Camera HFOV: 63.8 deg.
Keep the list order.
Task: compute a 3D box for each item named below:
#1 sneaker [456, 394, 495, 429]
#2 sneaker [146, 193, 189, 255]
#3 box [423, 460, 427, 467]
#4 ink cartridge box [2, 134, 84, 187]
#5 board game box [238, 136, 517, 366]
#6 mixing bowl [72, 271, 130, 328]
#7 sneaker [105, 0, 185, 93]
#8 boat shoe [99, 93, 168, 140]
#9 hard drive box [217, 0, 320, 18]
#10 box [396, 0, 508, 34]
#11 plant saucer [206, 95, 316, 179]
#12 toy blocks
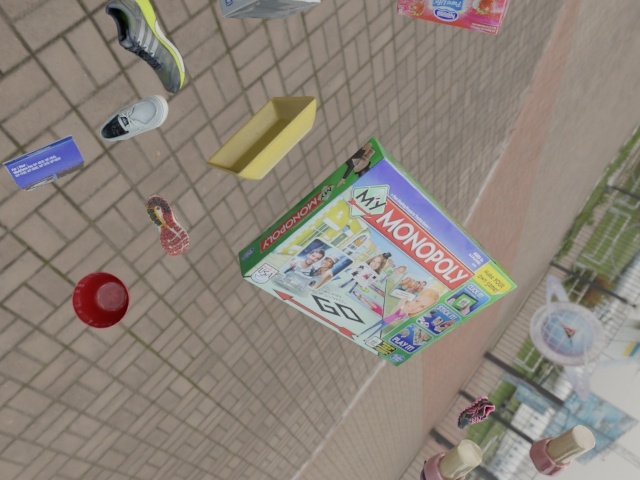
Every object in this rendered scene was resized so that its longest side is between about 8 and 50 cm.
[{"bbox_3d":[0.421,0.472,1.390,0.119,0.057,0.047,-38,119,-13],"label":"sneaker"},{"bbox_3d":[-0.487,-0.052,1.648,0.088,0.093,0.225,-21,120,-12],"label":"sneaker"},{"bbox_3d":[0.261,0.653,1.281,0.162,0.029,0.116,-66,151,-43],"label":"box"},{"bbox_3d":[-0.696,-0.189,1.314,0.165,0.333,0.065,-30,104,-20],"label":"ink cartridge box"},{"bbox_3d":[0.085,0.039,0.656,0.213,0.046,0.317,-39,129,20],"label":"board game box"},{"bbox_3d":[-0.692,0.188,1.665,0.181,0.181,0.098,-57,-179,0],"label":"mixing bowl"},{"bbox_3d":[-0.501,-0.551,1.461,0.121,0.111,0.300,-46,112,-43],"label":"sneaker"},{"bbox_3d":[-0.494,-0.312,1.351,0.081,0.227,0.079,-43,112,-54],"label":"boat shoe"},{"bbox_3d":[-0.110,-0.501,0.853,0.181,0.089,0.232,-33,110,-52],"label":"hard drive box"},{"bbox_3d":[0.324,-0.603,1.229,0.128,0.257,0.122,87,28,-55],"label":"box"},{"bbox_3d":[-0.175,-0.311,1.610,0.333,0.333,0.081,-47,119,-10],"label":"plant saucer"},{"bbox_3d":[0.328,0.505,0.852,0.289,0.309,0.260,0,140,-16],"label":"toy blocks"}]
